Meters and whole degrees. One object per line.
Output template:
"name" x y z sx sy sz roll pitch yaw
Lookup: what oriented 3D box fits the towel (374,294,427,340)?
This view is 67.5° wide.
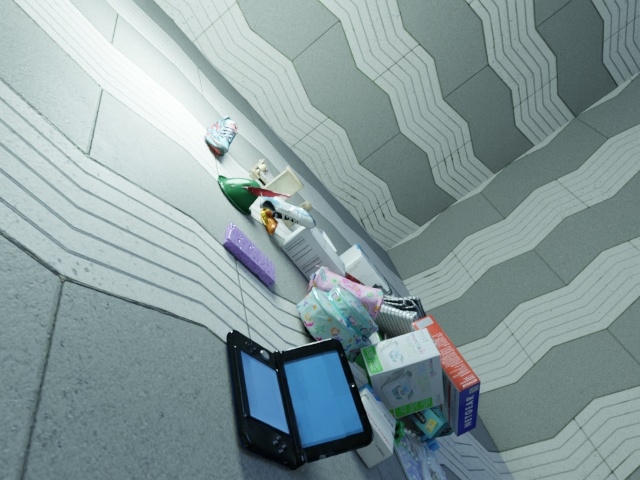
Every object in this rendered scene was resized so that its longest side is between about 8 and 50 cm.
"towel" 0.338 0.338 2.057 0.121 0.234 0.284 -59 140 -30

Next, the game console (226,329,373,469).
"game console" -0.052 0.314 1.046 0.250 0.173 0.293 44 15 -39

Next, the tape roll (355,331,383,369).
"tape roll" 0.147 0.358 1.894 0.321 0.077 0.321 50 13 -16

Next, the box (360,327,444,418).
"box" 0.270 0.442 1.564 0.127 0.230 0.262 -109 -176 -54

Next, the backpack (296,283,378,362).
"backpack" 0.050 0.260 1.568 0.253 0.191 0.225 31 16 -42

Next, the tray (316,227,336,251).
"tray" 0.000 0.000 2.437 0.145 0.030 0.270 56 13 15

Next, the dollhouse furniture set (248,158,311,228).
"dollhouse furniture set" -0.161 -0.266 2.230 0.303 0.173 0.356 51 13 -16

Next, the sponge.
"sponge" -0.219 0.044 1.497 0.210 0.031 0.117 47 14 -26

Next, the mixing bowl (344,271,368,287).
"mixing bowl" 0.109 0.202 2.061 0.181 0.098 0.181 33 -8 6

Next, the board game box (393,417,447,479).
"board game box" 0.387 0.808 1.617 0.390 0.050 0.390 40 18 -47

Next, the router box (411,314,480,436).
"router box" 0.440 0.483 1.707 0.301 0.082 0.336 -121 -167 -45

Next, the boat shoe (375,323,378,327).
"boat shoe" 0.170 0.316 1.808 0.049 0.056 0.152 48 4 34

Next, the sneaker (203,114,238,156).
"sneaker" -0.396 -0.440 1.943 0.104 0.125 0.262 44 15 -34

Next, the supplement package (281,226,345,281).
"supplement package" -0.025 0.063 1.925 0.244 0.133 0.139 52 13 -11

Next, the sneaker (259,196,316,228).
"sneaker" -0.125 -0.100 1.819 0.237 0.086 0.085 29 -29 14

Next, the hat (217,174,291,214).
"hat" -0.240 -0.209 1.752 0.208 0.183 0.173 49 13 -19

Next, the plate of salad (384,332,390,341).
"plate of salad" 0.317 0.485 2.025 0.200 0.048 0.200 -20 90 -82

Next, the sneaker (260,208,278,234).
"sneaker" -0.204 -0.076 1.857 0.067 0.064 0.175 23 21 -24

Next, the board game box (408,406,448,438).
"board game box" 0.407 0.655 1.901 0.253 0.079 0.336 42 5 33

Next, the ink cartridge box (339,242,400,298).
"ink cartridge box" 0.244 0.236 2.337 0.395 0.166 0.285 52 7 -9

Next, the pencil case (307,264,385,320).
"pencil case" 0.093 0.192 1.764 0.283 0.124 0.124 23 12 4

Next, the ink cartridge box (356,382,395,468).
"ink cartridge box" 0.139 0.526 1.377 0.148 0.085 0.203 54 12 4
